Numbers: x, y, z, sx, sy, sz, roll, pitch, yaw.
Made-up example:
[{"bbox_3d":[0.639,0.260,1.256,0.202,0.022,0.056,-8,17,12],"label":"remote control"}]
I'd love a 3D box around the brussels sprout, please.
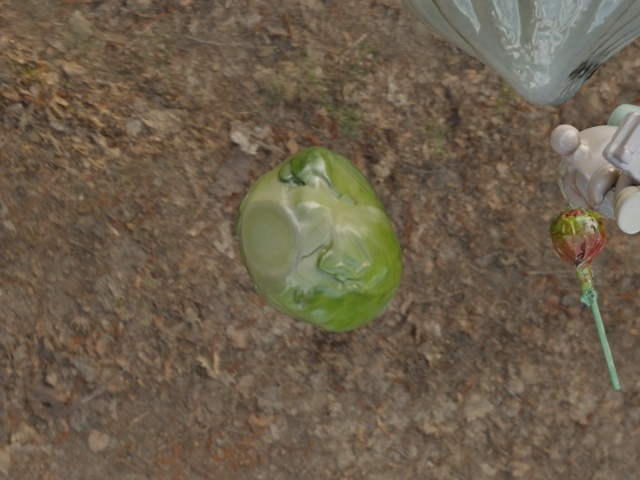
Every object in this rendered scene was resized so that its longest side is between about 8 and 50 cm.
[{"bbox_3d":[-0.002,0.003,0.690,0.117,0.155,0.155,-30,126,32],"label":"brussels sprout"}]

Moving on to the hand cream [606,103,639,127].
[{"bbox_3d":[0.530,-0.121,1.190,0.109,0.321,0.067,-14,117,-40],"label":"hand cream"}]

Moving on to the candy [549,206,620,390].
[{"bbox_3d":[0.288,0.059,0.943,0.060,0.060,0.201,-3,75,-26],"label":"candy"}]

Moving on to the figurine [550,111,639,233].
[{"bbox_3d":[0.372,-0.088,1.119,0.182,0.257,0.144,14,96,-10],"label":"figurine"}]

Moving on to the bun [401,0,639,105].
[{"bbox_3d":[0.176,-0.191,0.685,0.263,0.263,0.175,-8,97,-25],"label":"bun"}]
